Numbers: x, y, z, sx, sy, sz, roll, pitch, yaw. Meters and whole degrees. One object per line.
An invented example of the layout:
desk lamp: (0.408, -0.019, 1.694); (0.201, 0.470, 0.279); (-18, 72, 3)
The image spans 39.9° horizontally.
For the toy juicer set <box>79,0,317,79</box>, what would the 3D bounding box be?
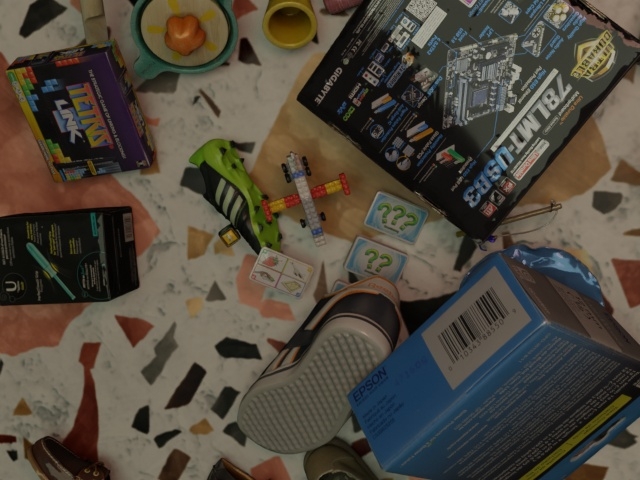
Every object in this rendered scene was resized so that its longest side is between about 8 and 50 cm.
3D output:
toy juicer set: (-0.183, -0.295, 1.088); (0.329, 0.089, 0.209); (-13, 136, 12)

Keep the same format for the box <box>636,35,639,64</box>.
box: (0.521, -0.236, 1.020); (0.275, 0.094, 0.113); (11, 98, 8)

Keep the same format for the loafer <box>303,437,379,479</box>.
loafer: (0.075, 0.382, 1.169); (0.268, 0.092, 0.102); (42, 101, 3)

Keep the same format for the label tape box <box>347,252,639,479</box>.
label tape box: (0.239, 0.176, 1.043); (0.249, 0.348, 0.115); (-47, 48, 20)

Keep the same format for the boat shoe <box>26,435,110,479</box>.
boat shoe: (-0.322, 0.349, 1.247); (0.073, 0.073, 0.207); (-42, 95, 10)

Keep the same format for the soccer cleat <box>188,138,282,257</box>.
soccer cleat: (-0.111, -0.050, 1.176); (0.072, 0.060, 0.179); (-23, 97, 36)

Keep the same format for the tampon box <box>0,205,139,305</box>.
tampon box: (-0.344, 0.020, 1.195); (0.161, 0.101, 0.120); (-3, 95, 11)

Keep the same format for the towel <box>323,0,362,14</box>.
towel: (0.125, -0.432, 1.051); (0.329, 0.037, 0.237); (-12, 100, 24)

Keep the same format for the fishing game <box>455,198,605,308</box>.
fishing game: (0.268, 0.091, 1.132); (0.189, 0.041, 0.264); (-21, 98, 19)

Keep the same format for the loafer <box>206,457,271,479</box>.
loafer: (-0.081, 0.358, 1.211); (0.170, 0.062, 0.061); (21, 95, 6)

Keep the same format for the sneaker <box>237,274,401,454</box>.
sneaker: (0.007, 0.164, 1.134); (0.126, 0.127, 0.321); (37, 134, -7)

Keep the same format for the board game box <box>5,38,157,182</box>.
board game box: (-0.311, -0.167, 1.159); (0.141, 0.048, 0.170); (-8, 124, 12)

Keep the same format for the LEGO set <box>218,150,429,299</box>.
LEGO set: (0.000, 0.000, 1.127); (0.244, 0.060, 0.182); (23, 100, -11)

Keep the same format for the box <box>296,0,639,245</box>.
box: (0.170, -0.197, 1.042); (0.293, 0.073, 0.295); (38, 110, 4)
